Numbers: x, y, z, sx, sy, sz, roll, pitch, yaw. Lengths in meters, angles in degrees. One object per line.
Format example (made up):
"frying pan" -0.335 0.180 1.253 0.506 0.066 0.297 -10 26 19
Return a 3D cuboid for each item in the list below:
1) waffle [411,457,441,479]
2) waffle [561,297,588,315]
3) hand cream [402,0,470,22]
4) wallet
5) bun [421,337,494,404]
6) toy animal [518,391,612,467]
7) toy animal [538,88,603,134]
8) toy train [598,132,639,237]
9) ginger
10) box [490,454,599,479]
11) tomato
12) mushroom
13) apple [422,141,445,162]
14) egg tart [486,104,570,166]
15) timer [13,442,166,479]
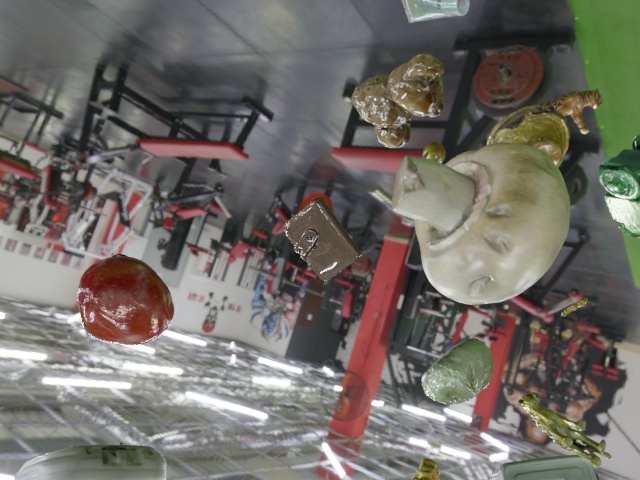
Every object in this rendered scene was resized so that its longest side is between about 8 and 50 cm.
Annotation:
"waffle" 0.257 0.665 1.224 0.065 0.309 0.283 -4 123 22
"waffle" 0.696 0.183 1.428 0.078 0.016 0.085 -13 155 -41
"hand cream" 0.253 -0.532 1.181 0.174 0.047 0.076 24 152 48
"wallet" 0.000 0.000 1.074 0.152 0.118 0.039 52 -152 0
"bun" 0.349 0.337 1.296 0.118 0.195 0.195 54 -169 29
"toy animal" 0.525 0.410 1.121 0.181 0.073 0.136 37 170 -25
"toy animal" 0.628 -0.349 1.441 0.114 0.116 0.255 29 161 -31
"toy train" 0.631 -0.089 0.939 0.188 0.132 0.243 56 170 -25
"ginger" 0.255 -0.441 1.613 0.256 0.176 0.375 37 151 -12
"box" 0.655 0.748 1.532 0.294 0.193 0.167 -5 152 -4
"tomato" -0.370 0.119 0.992 0.187 0.151 0.187 9 127 12
"mushroom" 0.315 -0.041 1.093 0.353 0.353 0.325 17 167 8
"apple" 0.423 -0.325 1.944 0.075 0.089 0.089 -1 179 -21
"egg tart" 0.526 -0.218 1.310 0.241 0.241 0.106 21 -152 -24
"timer" -0.463 0.477 1.064 0.237 0.087 0.262 -30 144 32
